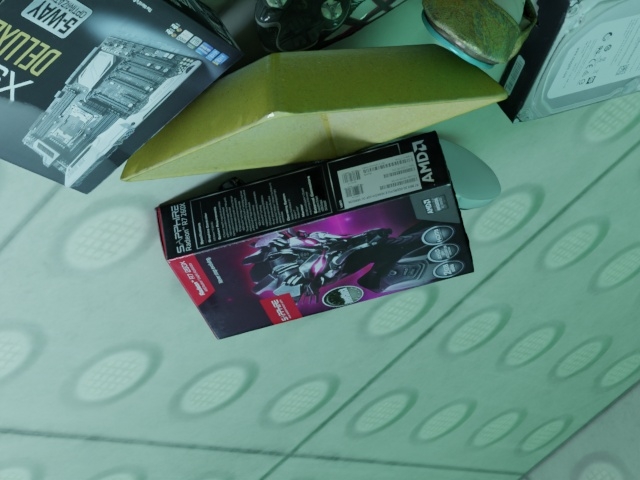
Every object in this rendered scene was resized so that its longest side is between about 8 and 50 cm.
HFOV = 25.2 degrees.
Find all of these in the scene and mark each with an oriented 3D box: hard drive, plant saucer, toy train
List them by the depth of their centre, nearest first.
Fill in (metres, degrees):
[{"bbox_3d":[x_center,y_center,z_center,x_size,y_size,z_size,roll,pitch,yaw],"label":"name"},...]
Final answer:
[{"bbox_3d":[-0.018,-0.149,1.614,0.333,0.081,0.333,-9,175,-38],"label":"plant saucer"},{"bbox_3d":[-0.104,-0.035,1.878,0.036,0.027,0.158,-37,153,-16],"label":"toy train"},{"bbox_3d":[0.421,-0.290,1.975,0.339,0.064,0.237,-17,148,-29],"label":"hard drive"}]

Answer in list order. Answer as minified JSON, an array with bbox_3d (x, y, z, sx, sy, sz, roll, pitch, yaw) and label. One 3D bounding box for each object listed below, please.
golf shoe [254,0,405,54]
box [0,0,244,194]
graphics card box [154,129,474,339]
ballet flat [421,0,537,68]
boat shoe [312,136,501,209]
[{"bbox_3d":[0.046,-0.290,1.586,0.273,0.105,0.120,-28,174,-9],"label":"golf shoe"},{"bbox_3d":[-0.258,-0.185,1.433,0.242,0.076,0.307,-40,151,13],"label":"box"},{"bbox_3d":[0.000,0.000,1.843,0.371,0.094,0.233,-16,147,5],"label":"graphics card box"},{"bbox_3d":[0.192,-0.266,1.638,0.123,0.123,0.348,-40,177,13],"label":"ballet flat"},{"bbox_3d":[0.108,-0.071,1.949,0.301,0.108,0.102,-1,144,-35],"label":"boat shoe"}]
